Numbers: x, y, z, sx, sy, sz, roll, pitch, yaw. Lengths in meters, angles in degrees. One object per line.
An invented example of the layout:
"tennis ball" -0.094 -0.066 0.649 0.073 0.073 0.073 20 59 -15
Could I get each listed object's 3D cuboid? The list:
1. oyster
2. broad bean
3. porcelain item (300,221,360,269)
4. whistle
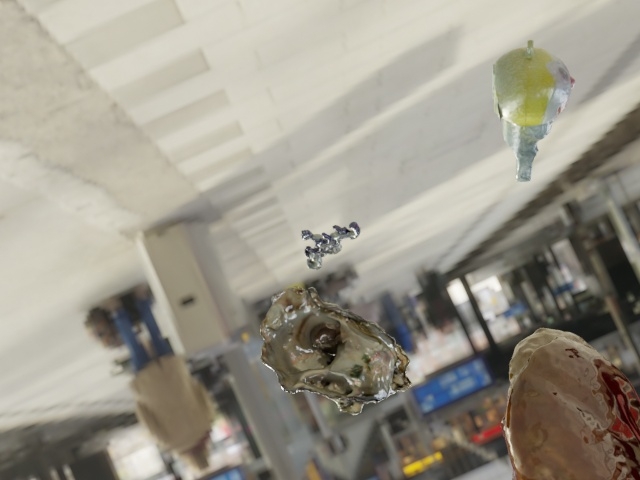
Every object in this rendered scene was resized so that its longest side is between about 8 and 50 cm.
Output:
"oyster" 0.017 0.116 1.311 0.053 0.165 0.108 124 -15 -50
"broad bean" 0.213 0.179 1.156 0.156 0.229 0.122 18 132 -31
"porcelain item" 0.000 0.000 2.257 0.075 0.021 0.136 25 138 -24
"whistle" 0.299 -0.181 1.931 0.122 0.223 0.123 -4 -144 3
